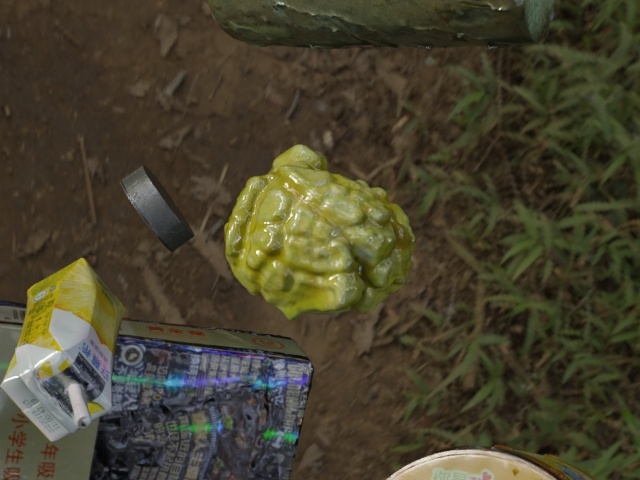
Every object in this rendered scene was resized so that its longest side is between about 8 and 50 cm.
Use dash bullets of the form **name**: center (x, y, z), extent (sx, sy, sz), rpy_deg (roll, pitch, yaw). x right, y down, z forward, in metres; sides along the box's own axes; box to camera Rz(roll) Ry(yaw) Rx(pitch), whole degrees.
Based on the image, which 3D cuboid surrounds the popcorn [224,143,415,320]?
- **popcorn**: center (0.000, 0.000, 1.563), extent (0.256, 0.194, 0.255), rpy_deg (4, 26, -32)

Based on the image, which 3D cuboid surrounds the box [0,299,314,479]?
- **box**: center (-0.178, 0.177, 1.210), extent (0.310, 0.084, 0.198), rpy_deg (9, 99, -17)

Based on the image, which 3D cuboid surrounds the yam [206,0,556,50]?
- **yam**: center (0.053, -0.222, 0.950), extent (0.268, 0.161, 0.161), rpy_deg (6, 59, 34)

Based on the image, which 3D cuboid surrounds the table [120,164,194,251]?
- **table**: center (-0.244, -0.048, 1.910), extent (0.043, 0.133, 0.133), rpy_deg (-35, 79, 0)

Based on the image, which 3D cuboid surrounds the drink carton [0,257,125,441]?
- **drink carton**: center (-0.200, 0.098, 0.995), extent (0.075, 0.200, 0.084), rpy_deg (-27, 116, 11)

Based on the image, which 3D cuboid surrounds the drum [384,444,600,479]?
- **drum**: center (0.251, 0.500, 1.783), extent (0.431, 0.214, 0.431), rpy_deg (-5, 78, 26)
